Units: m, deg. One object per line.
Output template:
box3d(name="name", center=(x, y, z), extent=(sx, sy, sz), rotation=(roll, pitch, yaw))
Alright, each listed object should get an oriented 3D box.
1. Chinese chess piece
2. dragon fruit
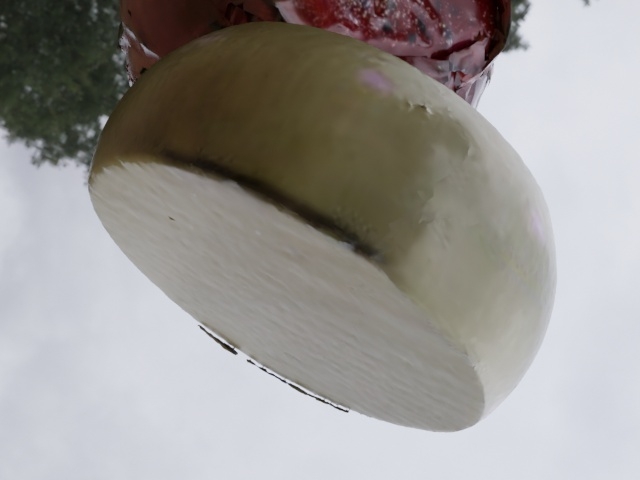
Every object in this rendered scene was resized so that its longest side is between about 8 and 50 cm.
box3d(name="Chinese chess piece", center=(0.000, 0.000, 0.456), extent=(0.250, 0.251, 0.097), rotation=(-6, -133, 54))
box3d(name="dragon fruit", center=(-0.003, -0.159, 0.650), extent=(0.302, 0.295, 0.296), rotation=(111, -5, -75))
